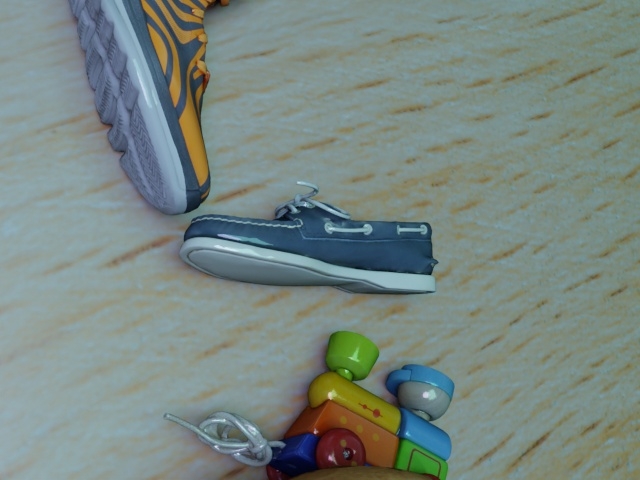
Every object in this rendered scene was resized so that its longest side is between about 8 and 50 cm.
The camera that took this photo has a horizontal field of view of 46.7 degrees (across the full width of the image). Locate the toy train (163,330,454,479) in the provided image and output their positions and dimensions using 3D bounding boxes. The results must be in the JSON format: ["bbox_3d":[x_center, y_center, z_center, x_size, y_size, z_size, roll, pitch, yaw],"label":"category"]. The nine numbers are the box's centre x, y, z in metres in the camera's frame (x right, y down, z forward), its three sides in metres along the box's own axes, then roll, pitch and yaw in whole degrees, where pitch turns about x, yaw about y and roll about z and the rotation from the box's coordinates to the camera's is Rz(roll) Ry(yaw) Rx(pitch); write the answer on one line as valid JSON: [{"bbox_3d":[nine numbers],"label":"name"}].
[{"bbox_3d":[0.006,0.137,0.625,0.248,0.105,0.144,32,56,-17],"label":"toy train"}]

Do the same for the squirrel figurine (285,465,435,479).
[{"bbox_3d":[-0.005,0.347,0.452,0.396,0.281,0.371,-21,101,-20],"label":"squirrel figurine"}]

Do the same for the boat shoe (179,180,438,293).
[{"bbox_3d":[0.000,0.000,0.648,0.254,0.095,0.079,8,77,-27],"label":"boat shoe"}]

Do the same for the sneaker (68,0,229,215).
[{"bbox_3d":[-0.105,-0.189,0.616,0.180,0.124,0.321,-15,87,-28],"label":"sneaker"}]
